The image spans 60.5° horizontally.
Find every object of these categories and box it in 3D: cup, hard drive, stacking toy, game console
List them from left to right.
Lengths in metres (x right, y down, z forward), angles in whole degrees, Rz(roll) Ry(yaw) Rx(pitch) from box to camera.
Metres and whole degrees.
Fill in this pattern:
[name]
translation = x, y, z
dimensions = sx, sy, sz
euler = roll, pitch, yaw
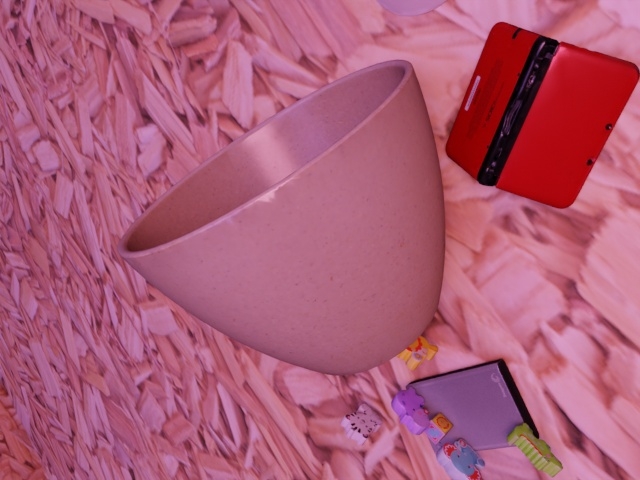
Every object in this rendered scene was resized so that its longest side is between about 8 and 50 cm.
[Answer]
[cup]
translation = 0.000, 0.000, 0.584
dimensions = 0.331, 0.331, 0.236
euler = -13, 119, 43
[stacking toy]
translation = 0.135, 0.229, 0.637
dimensions = 0.221, 0.052, 0.166
euler = 42, 126, 25
[hard drive]
translation = 0.174, 0.199, 0.645
dimensions = 0.135, 0.022, 0.094
euler = -29, 82, 42
[game console]
translation = 0.205, -0.123, 0.536
dimensions = 0.124, 0.085, 0.143
euler = -119, 40, -54

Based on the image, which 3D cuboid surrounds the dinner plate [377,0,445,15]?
[dinner plate]
translation = 0.098, -0.312, 0.578
dimensions = 0.141, 0.017, 0.141
euler = 13, 110, 40
